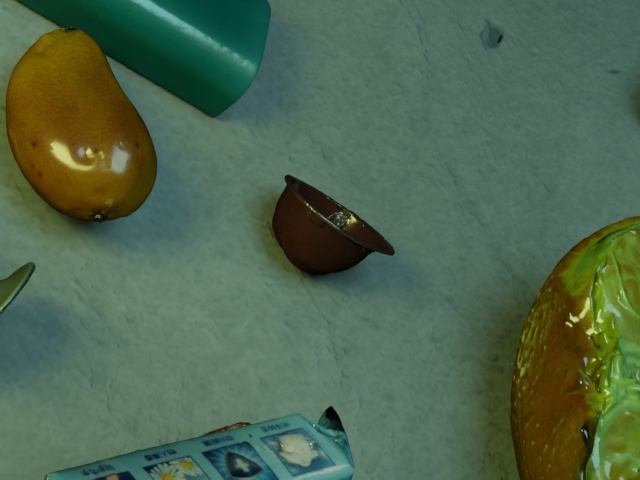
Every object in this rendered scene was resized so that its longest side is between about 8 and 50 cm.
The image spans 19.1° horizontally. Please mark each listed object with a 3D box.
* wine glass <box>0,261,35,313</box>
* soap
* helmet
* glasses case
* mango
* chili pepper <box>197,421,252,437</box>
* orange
[{"bbox_3d":[-0.300,-0.018,1.309,0.202,0.093,0.093,45,49,-12],"label":"wine glass"},{"bbox_3d":[-0.103,0.213,1.311,0.293,0.156,0.077,-11,43,-39],"label":"soap"},{"bbox_3d":[0.000,0.000,1.554,0.111,0.057,0.089,31,11,-28],"label":"helmet"},{"bbox_3d":[-0.178,-0.226,1.521,0.301,0.070,0.117,28,54,-23],"label":"glasses case"},{"bbox_3d":[-0.188,-0.082,1.438,0.105,0.084,0.159,-13,56,-25],"label":"mango"},{"bbox_3d":[-0.100,0.173,1.415,0.178,0.027,0.045,-16,75,-42],"label":"chili pepper"},{"bbox_3d":[0.285,0.157,1.613,0.262,0.196,0.334,6,60,-20],"label":"orange"}]
